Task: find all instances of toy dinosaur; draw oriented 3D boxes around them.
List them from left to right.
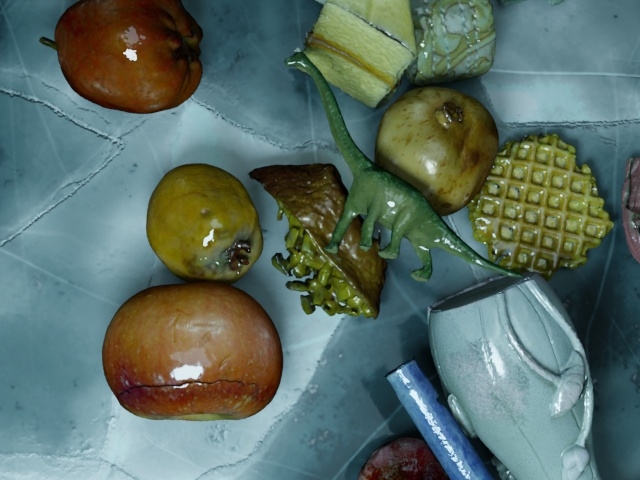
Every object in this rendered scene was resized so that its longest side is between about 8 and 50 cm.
[{"bbox_3d":[0.121,-0.103,1.640,0.447,0.087,0.300,18,67,-4],"label":"toy dinosaur"}]

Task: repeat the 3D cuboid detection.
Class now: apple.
[{"bbox_3d":[-0.195,0.175,1.613,0.272,0.251,0.206,-5,71,10],"label":"apple"}]

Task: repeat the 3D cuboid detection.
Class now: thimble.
[{"bbox_3d":[0.213,-0.365,1.792,0.144,0.137,0.190,-11,106,-7],"label":"thimble"}]

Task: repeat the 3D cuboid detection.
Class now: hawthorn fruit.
[{"bbox_3d":[-0.327,-0.314,1.703,0.261,0.224,0.224,1,80,14],"label":"hawthorn fruit"}]

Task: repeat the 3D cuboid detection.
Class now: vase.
[{"bbox_3d":[0.341,0.279,1.669,0.250,0.250,0.445,-23,90,-10],"label":"vase"}]

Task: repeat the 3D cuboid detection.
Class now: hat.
[{"bbox_3d":[0.629,-0.008,1.808,0.237,0.107,0.286,12,75,6],"label":"hat"}]

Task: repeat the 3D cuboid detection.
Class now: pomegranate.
[{"bbox_3d":[0.196,-0.153,1.724,0.215,0.215,0.215,1,81,-6],"label":"pomegranate"}]

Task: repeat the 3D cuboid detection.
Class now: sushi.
[{"bbox_3d":[0.002,0.003,1.706,0.179,0.167,0.296,-32,106,-4],"label":"sushi"}]

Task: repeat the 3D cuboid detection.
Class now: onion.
[{"bbox_3d":[0.133,0.391,1.644,0.159,0.195,0.159,0,86,4],"label":"onion"}]

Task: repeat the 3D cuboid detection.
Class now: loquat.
[{"bbox_3d":[-0.185,-0.022,1.665,0.176,0.187,0.234,-35,51,-8],"label":"loquat"}]

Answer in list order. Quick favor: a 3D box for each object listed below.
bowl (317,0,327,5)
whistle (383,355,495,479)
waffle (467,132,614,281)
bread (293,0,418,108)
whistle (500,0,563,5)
[{"bbox_3d":[0.074,-0.541,1.797,0.277,0.145,0.277,1,76,-5],"label":"bowl"},{"bbox_3d":[0.205,0.324,1.627,0.062,0.062,0.304,-32,85,-10],"label":"whistle"},{"bbox_3d":[0.375,-0.057,1.817,0.245,0.052,0.254,-30,86,-9],"label":"waffle"},{"bbox_3d":[0.077,-0.323,1.716,0.178,0.266,0.142,44,75,0],"label":"bread"},{"bbox_3d":[0.427,-0.478,1.880,0.236,0.077,0.114,-23,75,-4],"label":"whistle"}]
